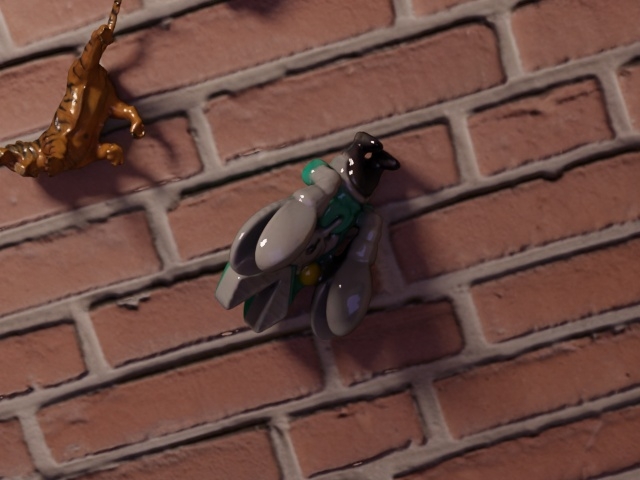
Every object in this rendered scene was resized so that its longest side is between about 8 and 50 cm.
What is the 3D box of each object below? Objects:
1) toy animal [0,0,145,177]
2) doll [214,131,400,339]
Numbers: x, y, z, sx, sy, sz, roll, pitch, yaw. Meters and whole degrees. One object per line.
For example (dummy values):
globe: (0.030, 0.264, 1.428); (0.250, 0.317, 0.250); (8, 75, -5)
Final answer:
toy animal: (-0.271, -0.177, 1.430); (0.116, 0.114, 0.255); (27, 94, 42)
doll: (-0.017, -0.006, 1.399); (0.195, 0.153, 0.258); (11, 103, -27)
